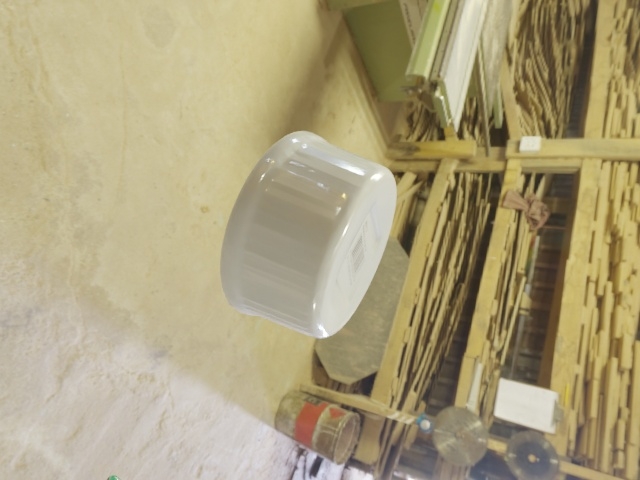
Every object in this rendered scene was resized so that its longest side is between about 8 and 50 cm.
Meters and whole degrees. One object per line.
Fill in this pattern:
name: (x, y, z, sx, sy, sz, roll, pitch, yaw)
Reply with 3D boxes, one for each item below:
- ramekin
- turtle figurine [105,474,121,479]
ramekin: (0.000, 0.000, 0.592, 0.277, 0.135, 0.277, -50, 153, -38)
turtle figurine: (-0.398, 0.481, 0.668, 0.234, 0.118, 0.175, -38, 156, -8)
